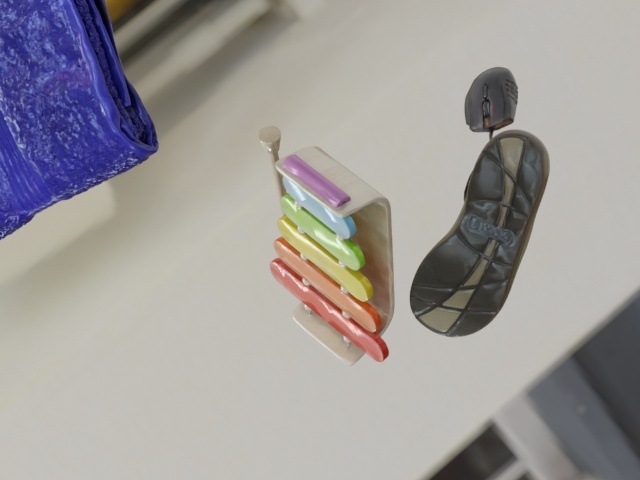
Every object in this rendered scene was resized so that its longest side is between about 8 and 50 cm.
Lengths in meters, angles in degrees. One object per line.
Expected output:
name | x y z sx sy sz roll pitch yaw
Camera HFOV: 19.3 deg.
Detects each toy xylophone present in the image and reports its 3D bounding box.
toy xylophone | 0.000 0.000 2.283 0.236 0.081 0.323 34 150 36

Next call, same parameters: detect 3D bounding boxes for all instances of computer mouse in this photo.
computer mouse | 0.204 -0.136 2.332 0.242 0.071 0.041 -80 -31 -44

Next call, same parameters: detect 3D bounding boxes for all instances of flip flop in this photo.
flip flop | 0.196 -0.007 2.219 0.112 0.277 0.080 26 -159 13

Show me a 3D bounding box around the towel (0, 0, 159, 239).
towel | -0.312 -0.119 1.720 0.076 0.308 0.228 1 -115 -62
